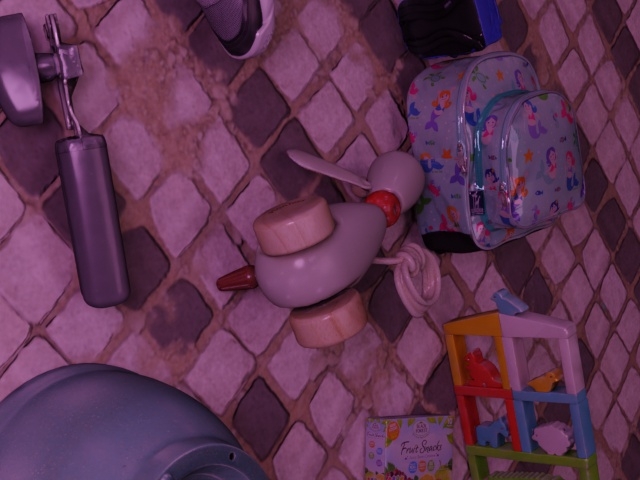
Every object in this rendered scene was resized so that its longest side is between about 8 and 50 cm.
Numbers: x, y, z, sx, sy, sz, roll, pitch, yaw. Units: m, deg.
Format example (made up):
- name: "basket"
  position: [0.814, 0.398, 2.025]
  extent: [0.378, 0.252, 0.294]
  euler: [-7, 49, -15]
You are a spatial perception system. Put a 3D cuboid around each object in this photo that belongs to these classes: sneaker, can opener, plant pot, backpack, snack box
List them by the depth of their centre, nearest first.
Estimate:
- name: "plant pot"
  position: [-0.165, 0.263, 1.028]
  extent: [0.293, 0.196, 0.292]
  euler: [3, 86, -47]
- name: "can opener"
  position: [-0.249, -0.073, 1.057]
  extent: [0.095, 0.076, 0.283]
  euler: [-10, 98, -14]
- name: "sneaker"
  position: [-0.149, -0.302, 1.138]
  extent: [0.153, 0.101, 0.268]
  euler: [-28, 103, -43]
- name: "snack box"
  position: [0.116, 0.276, 1.443]
  extent: [0.141, 0.037, 0.100]
  euler: [6, 83, -47]
- name: "backpack"
  position: [0.170, -0.287, 1.461]
  extent: [0.101, 0.120, 0.097]
  euler: [-31, 109, -53]
- name: "backpack"
  position: [0.225, -0.122, 1.476]
  extent: [0.225, 0.191, 0.253]
  euler: [-17, 96, -45]

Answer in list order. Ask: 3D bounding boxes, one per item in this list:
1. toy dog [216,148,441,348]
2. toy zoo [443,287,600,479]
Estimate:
- name: "toy dog"
  position: [0.000, 0.000, 1.280]
  extent: [0.334, 0.161, 0.220]
  euler: [-9, 93, -62]
- name: "toy zoo"
  position: [0.265, 0.205, 1.492]
  extent: [0.030, 0.192, 0.293]
  euler: [-22, 104, -46]
